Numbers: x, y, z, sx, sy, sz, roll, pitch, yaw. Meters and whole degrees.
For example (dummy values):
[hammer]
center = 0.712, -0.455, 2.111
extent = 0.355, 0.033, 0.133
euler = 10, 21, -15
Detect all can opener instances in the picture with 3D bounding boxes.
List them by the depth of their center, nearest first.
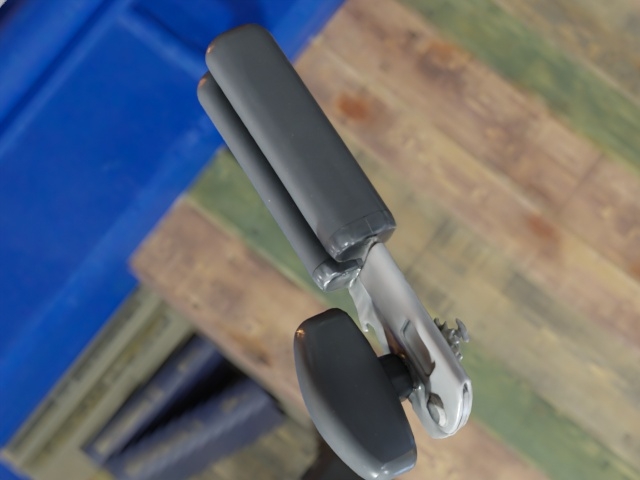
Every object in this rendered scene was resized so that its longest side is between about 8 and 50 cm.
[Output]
[can opener]
center = 0.000, 0.000, 1.051
extent = 0.280, 0.093, 0.074
euler = 62, 154, 21

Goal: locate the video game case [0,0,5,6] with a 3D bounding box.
[video game case]
center = -0.089, -0.149, 0.484
extent = 0.036, 0.329, 0.300
euler = 36, -161, -29
